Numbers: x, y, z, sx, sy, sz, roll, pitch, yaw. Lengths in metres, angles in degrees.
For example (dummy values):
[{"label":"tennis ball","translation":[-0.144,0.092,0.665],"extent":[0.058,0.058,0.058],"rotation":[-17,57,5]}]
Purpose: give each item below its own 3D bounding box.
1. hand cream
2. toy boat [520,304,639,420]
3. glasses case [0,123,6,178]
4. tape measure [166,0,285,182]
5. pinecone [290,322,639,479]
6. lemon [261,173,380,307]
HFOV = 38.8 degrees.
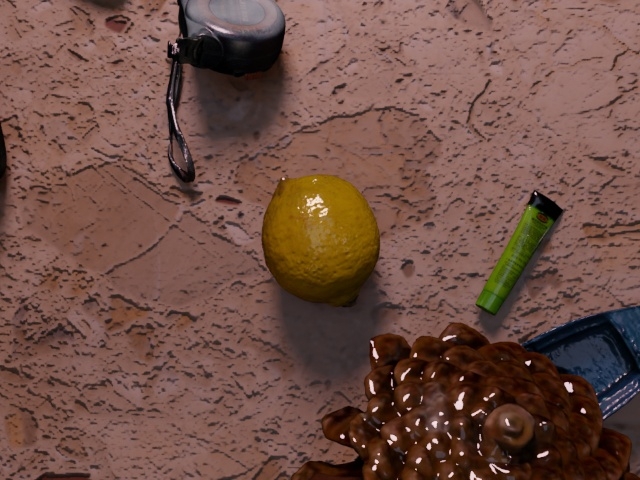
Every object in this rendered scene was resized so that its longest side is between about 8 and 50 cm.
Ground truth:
[{"label":"hand cream","translation":[0.185,0.013,0.853],"extent":[0.036,0.023,0.122],"rotation":[32,87,-13]},{"label":"toy boat","translation":[0.201,0.135,0.821],"extent":[0.299,0.062,0.096],"rotation":[-31,82,2]},{"label":"glasses case","translation":[-0.389,-0.196,0.873],"extent":[0.082,0.122,0.320],"rotation":[-24,83,1]},{"label":"tape measure","translation":[-0.097,-0.153,0.889],"extent":[0.107,0.104,0.179],"rotation":[2,120,-17]},{"label":"pinecone","translation":[0.091,0.201,0.679],"extent":[0.264,0.264,0.264],"rotation":[0,85,5]},{"label":"lemon","translation":[0.000,0.000,0.828],"extent":[0.109,0.109,0.133],"rotation":[-25,89,2]}]
